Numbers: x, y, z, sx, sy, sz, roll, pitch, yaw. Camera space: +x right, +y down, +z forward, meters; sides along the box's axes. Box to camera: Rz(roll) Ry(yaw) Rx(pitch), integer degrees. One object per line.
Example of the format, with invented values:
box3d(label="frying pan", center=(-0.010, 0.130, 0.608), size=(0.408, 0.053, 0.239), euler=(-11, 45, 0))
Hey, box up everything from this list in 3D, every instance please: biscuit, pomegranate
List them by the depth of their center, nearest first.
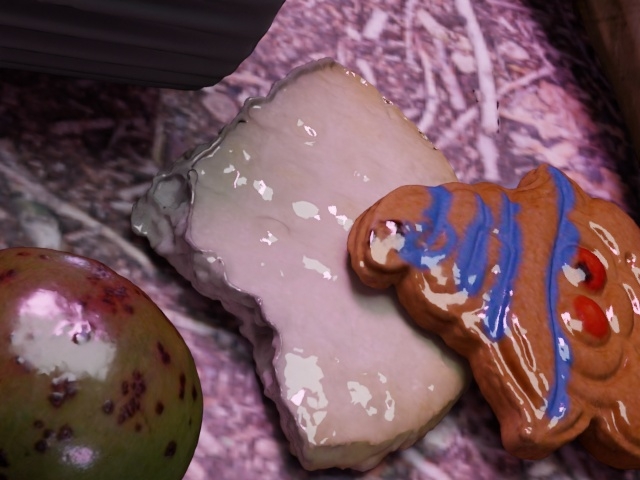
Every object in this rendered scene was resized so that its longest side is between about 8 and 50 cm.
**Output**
box3d(label="pomegranate", center=(-0.111, 0.065, 0.667), size=(0.130, 0.130, 0.130), euler=(14, 46, -15))
box3d(label="biscuit", center=(0.000, 0.000, 0.841), size=(0.188, 0.040, 0.265), euler=(15, 46, -18))
box3d(label="biscuit", center=(0.139, 0.041, 0.852), size=(0.280, 0.043, 0.183), euler=(20, 50, -19))

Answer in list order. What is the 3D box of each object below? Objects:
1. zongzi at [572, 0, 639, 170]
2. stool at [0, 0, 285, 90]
box3d(label="zongzi", center=(0.185, -0.137, 0.964), size=(0.323, 0.160, 0.360), euler=(43, 47, 7))
box3d(label="stool", center=(-0.184, -0.219, 0.777), size=(0.330, 0.297, 0.297), euler=(11, 47, -25))
